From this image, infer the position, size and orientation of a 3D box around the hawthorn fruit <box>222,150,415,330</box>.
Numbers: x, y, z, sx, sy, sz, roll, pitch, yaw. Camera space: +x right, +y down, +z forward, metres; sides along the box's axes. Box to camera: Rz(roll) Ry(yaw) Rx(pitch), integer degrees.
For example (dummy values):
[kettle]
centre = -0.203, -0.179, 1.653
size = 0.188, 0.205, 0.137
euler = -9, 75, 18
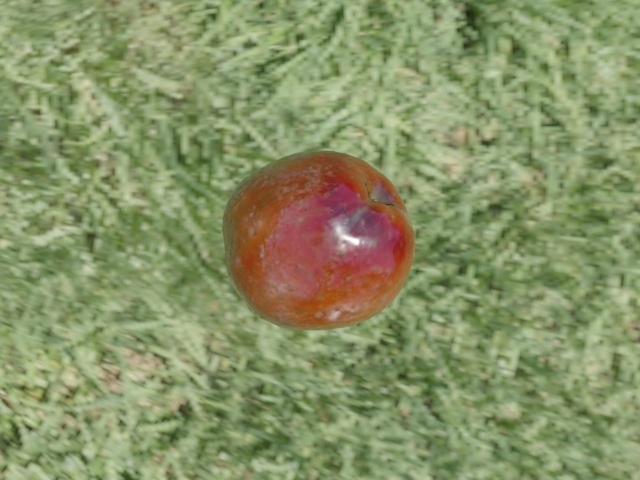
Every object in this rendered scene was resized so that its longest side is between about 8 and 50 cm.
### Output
[hawthorn fruit]
centre = 0.000, 0.000, 1.527
size = 0.173, 0.173, 0.173
euler = -2, 94, -25
